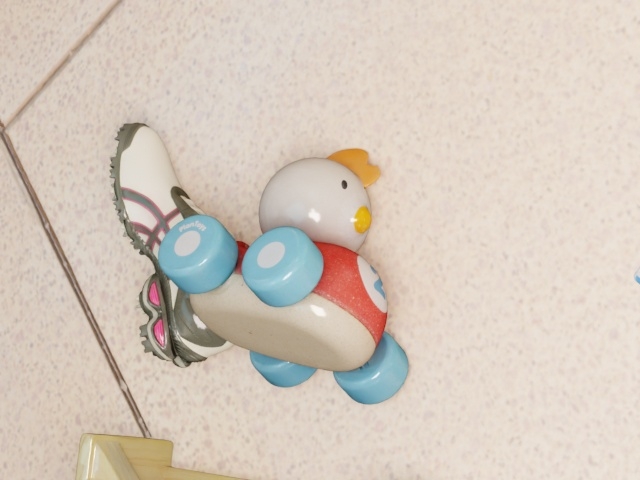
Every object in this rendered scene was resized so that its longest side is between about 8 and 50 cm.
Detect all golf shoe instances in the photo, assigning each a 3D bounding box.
[{"bbox_3d":[-0.145,-0.004,2.049,0.120,0.105,0.273,-19,78,19],"label":"golf shoe"}]

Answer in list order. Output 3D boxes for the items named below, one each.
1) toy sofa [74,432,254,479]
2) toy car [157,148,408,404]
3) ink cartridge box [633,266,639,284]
[{"bbox_3d":[-0.070,0.299,1.877,0.362,0.150,0.177,5,86,31],"label":"toy sofa"},{"bbox_3d":[0.000,0.000,1.887,0.210,0.219,0.238,8,61,39],"label":"toy car"},{"bbox_3d":[0.370,0.055,1.545,0.148,0.203,0.086,45,110,33],"label":"ink cartridge box"}]
